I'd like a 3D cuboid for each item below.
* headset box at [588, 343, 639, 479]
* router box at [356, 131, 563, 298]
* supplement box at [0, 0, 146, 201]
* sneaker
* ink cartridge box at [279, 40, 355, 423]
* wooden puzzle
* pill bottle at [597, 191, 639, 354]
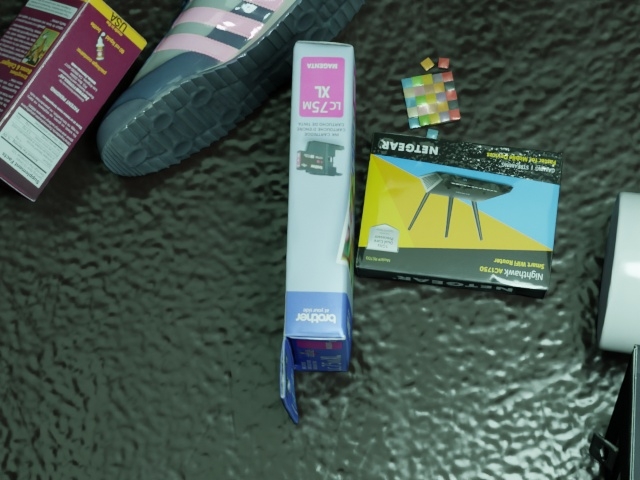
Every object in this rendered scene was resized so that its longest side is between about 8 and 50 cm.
[{"bbox_3d":[0.366,0.196,1.549,0.283,0.246,0.131,3,66,5],"label":"headset box"},{"bbox_3d":[0.129,-0.024,1.726,0.178,0.046,0.133,6,77,5],"label":"router box"},{"bbox_3d":[-0.264,-0.141,1.739,0.104,0.081,0.188,22,74,52],"label":"supplement box"},{"bbox_3d":[-0.101,-0.193,1.765,0.319,0.112,0.131,-39,60,-9],"label":"sneaker"},{"bbox_3d":[0.000,0.000,1.656,0.065,0.186,0.311,3,77,2],"label":"ink cartridge box"},{"bbox_3d":[0.105,-0.135,1.775,0.049,0.006,0.083,-10,76,1],"label":"wooden puzzle"},{"bbox_3d":[0.416,0.048,1.619,0.333,0.188,0.188,8,77,6],"label":"pill bottle"}]
